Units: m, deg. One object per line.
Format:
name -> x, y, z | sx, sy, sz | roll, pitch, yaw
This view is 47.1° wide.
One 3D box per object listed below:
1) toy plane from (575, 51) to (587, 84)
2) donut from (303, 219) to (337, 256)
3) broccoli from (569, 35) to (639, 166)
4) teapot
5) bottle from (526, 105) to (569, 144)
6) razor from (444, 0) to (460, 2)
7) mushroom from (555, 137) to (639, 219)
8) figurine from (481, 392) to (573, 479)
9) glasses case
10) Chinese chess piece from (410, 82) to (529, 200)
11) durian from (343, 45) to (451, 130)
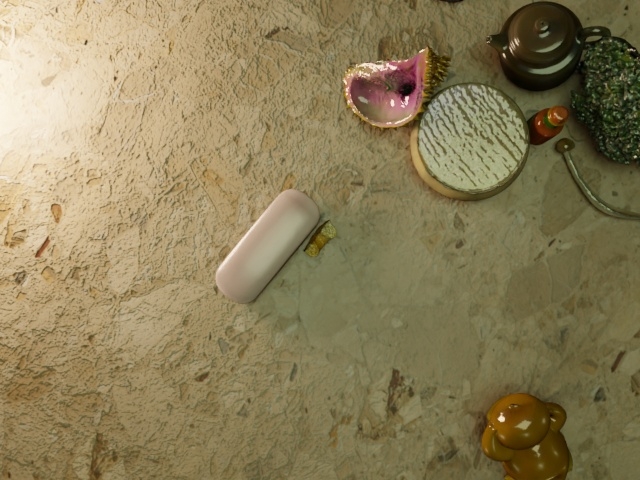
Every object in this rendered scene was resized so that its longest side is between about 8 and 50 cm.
toy plane -> 0.619, -0.398, 1.703 | 0.188, 0.062, 0.135 | 4, 113, 3
donut -> 0.000, 0.000, 1.692 | 0.038, 0.067, 0.083 | 41, 54, -15
broccoli -> 0.693, -0.319, 1.627 | 0.247, 0.245, 0.288 | 20, 132, 28
teapot -> 0.502, -0.443, 1.628 | 0.267, 0.175, 0.186 | -2, 83, 14
bottle -> 0.507, -0.262, 1.636 | 0.069, 0.187, 0.069 | 0, 86, -1
razor -> 0.308, -0.633, 1.716 | 0.090, 0.054, 0.148 | 10, 87, 4
mushroom -> 0.654, -0.116, 1.708 | 0.306, 0.043, 0.068 | 47, 114, 0
figurine -> 0.455, 0.437, 1.607 | 0.215, 0.215, 0.228 | -30, 90, -1
glasses case -> -0.120, 0.014, 1.684 | 0.113, 0.075, 0.297 | 40, 88, 2
Chinese chess piece -> 0.339, -0.224, 1.673 | 0.269, 0.112, 0.270 | 0, 87, 0
durian -> 0.172, -0.334, 1.641 | 0.153, 0.260, 0.187 | 3, 103, -42
